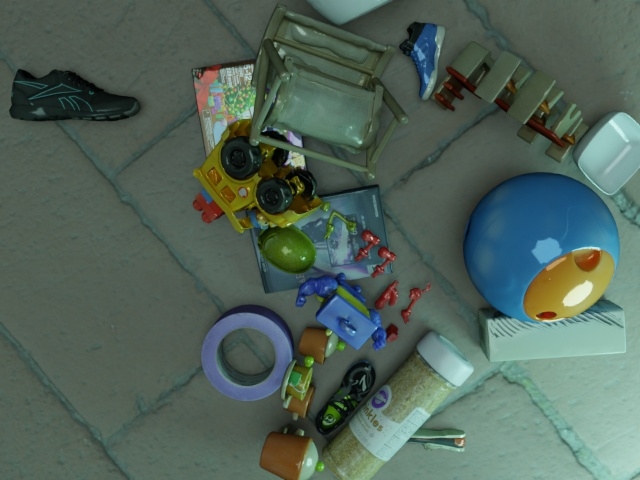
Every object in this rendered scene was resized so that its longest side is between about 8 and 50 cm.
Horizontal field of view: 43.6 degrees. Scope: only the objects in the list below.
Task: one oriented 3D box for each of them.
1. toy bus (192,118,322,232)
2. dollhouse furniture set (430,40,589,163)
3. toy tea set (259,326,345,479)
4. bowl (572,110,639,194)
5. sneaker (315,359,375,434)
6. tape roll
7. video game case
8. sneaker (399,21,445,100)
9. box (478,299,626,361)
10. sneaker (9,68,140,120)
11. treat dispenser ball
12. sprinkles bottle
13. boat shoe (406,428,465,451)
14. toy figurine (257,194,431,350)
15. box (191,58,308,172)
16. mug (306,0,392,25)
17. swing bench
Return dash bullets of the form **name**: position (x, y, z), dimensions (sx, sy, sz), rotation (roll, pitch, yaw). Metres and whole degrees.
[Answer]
- **toy bus**: position (-0.139, -0.090, 1.540), dimensions (0.211, 0.149, 0.220), rotation (-42, 84, 25)
- **dollhouse furniture set**: position (0.354, -0.254, 1.524), dimensions (0.259, 0.262, 0.135), rotation (41, 101, 31)
- **toy tea set**: position (-0.020, 0.343, 1.637), dimensions (0.124, 0.200, 0.336), rotation (16, 93, 9)
- **bowl**: position (0.573, -0.180, 1.590), dimensions (0.142, 0.053, 0.142), rotation (35, 100, -31)
- **sneaker**: position (0.055, 0.338, 1.689), dimensions (0.067, 0.078, 0.188), rotation (36, 97, -3)
- **tape roll**: position (-0.151, 0.235, 1.684), dimensions (0.189, 0.080, 0.189), rotation (0, 99, 3)
- **video game case**: position (0.000, 0.000, 1.646), dimensions (0.274, 0.026, 0.196), rotation (-10, 114, 3)
- **sneaker**: position (0.193, -0.360, 1.596), dimensions (0.084, 0.058, 0.152), rotation (11, 94, -5)
- **box**: position (0.469, 0.184, 1.635), dimensions (0.275, 0.113, 0.094), rotation (-5, 96, 2)
- **sneaker**: position (-0.500, -0.293, 1.616), dimensions (0.267, 0.101, 0.106), rotation (2, 96, 2)
- **treat dispenser ball**: position (0.418, 0.014, 1.524), dimensions (0.288, 0.288, 0.288), rotation (0, 98, 2)
- **sprinkles bottle**: position (0.159, 0.354, 1.666), dimensions (0.121, 0.121, 0.355), rotation (40, 98, -3)
- **boat shoe**: position (0.243, 0.429, 1.711), dimensions (0.137, 0.049, 0.043), rotation (1, 100, -2)
- **toy figurine**: position (0.047, 0.095, 1.549), dimensions (0.362, 0.217, 0.191), rotation (40, 109, -14)
- **box**: position (-0.139, -0.218, 1.631), dimensions (0.200, 0.057, 0.293), rotation (-9, 98, 3)
- **mug**: position (0.076, -0.604, 1.486), dimensions (0.374, 0.276, 0.328), rotation (-31, 102, -24)
- **swing bench**: position (0.009, -0.282, 1.508), dimensions (0.253, 0.255, 0.165), rotation (15, 132, -18)
